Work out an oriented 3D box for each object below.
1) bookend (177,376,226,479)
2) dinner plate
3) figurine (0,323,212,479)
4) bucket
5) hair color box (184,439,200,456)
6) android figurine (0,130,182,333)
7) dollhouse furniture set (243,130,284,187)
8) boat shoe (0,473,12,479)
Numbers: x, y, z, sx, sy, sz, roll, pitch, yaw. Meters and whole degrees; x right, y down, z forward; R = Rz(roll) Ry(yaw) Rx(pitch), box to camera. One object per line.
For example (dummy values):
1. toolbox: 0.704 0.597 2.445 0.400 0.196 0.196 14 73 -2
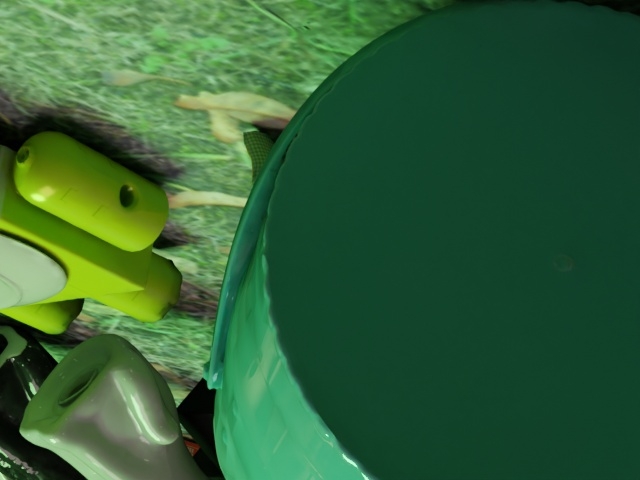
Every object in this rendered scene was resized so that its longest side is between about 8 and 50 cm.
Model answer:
1. bookend: -0.045 0.141 1.373 0.157 0.072 0.156 -6 128 54
2. dinner plate: -0.214 0.017 1.110 0.141 0.017 0.141 7 159 3
3. figurine: -0.136 0.157 1.358 0.215 0.092 0.209 0 140 51
4. bucket: 0.090 0.040 0.859 0.281 0.281 0.183 10 157 -1
5. hair color box: -0.097 0.209 1.647 0.167 0.053 0.093 22 155 -26
6. android figurine: -0.212 -0.014 1.126 0.248 0.056 0.273 -9 153 39
7. dollhouse furniture set: 0.000 0.000 1.062 0.058 0.076 0.152 -6 158 5
8. boat shoe: -0.268 0.141 1.487 0.079 0.095 0.254 -9 151 35
